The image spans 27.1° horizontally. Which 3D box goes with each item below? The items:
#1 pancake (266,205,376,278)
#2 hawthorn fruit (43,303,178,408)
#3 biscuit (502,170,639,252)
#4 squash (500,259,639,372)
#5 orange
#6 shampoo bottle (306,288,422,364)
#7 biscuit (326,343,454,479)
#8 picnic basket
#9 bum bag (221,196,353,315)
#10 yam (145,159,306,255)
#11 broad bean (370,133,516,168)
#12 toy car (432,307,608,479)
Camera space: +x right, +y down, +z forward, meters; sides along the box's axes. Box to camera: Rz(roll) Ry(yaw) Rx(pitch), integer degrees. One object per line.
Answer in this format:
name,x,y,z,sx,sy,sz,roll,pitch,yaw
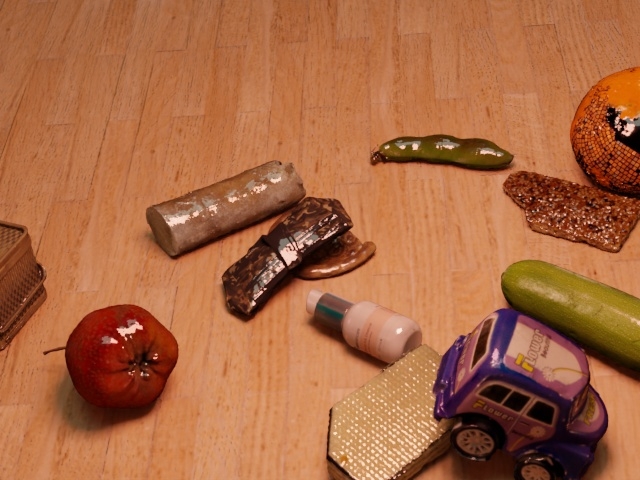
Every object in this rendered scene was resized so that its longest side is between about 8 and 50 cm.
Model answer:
pancake,0.000,0.000,2.171,0.190,0.020,0.184,1,38,11
hawthorn fruit,-0.306,0.162,1.931,0.162,0.163,0.203,-31,27,-28
biscuit,0.397,-0.054,2.176,0.237,0.026,0.131,18,43,26
squash,0.416,0.117,1.901,0.101,0.101,0.378,-35,42,-31
orange,0.532,-0.179,2.202,0.234,0.182,0.234,6,38,-5
shampoo bottle,0.057,0.122,1.965,0.192,0.074,0.074,23,47,31
biscuit,0.106,0.250,1.815,0.252,0.052,0.150,-32,49,-32
picnic basket,-0.576,0.058,2.087,0.266,0.139,0.165,11,41,21
bum bag,-0.060,0.018,2.094,0.248,0.069,0.102,-40,63,-18
yam,-0.154,-0.059,2.214,0.259,0.093,0.093,-23,41,-20
broad bean,0.215,-0.156,2.315,0.254,0.046,0.065,3,46,15
toy car,0.276,0.201,1.737,0.235,0.158,0.172,29,43,-5
